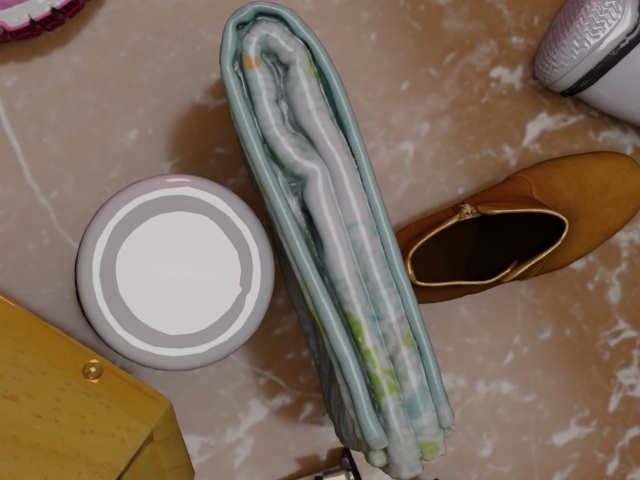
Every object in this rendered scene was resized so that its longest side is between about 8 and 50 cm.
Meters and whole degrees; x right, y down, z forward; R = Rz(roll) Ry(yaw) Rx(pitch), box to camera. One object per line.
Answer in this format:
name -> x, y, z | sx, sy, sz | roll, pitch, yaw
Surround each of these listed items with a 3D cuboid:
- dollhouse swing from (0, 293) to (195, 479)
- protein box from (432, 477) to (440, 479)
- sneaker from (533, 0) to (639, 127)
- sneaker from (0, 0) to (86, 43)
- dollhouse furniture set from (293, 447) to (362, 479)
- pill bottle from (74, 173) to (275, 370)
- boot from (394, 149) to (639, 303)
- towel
dollhouse swing -> -0.293, 0.266, 1.134 | 0.315, 0.305, 0.347 | 31, 58, 6
protein box -> 0.110, 0.363, 1.325 | 0.201, 0.136, 0.200 | -41, 110, -9
sneaker -> 0.381, -0.245, 1.429 | 0.210, 0.137, 0.366 | 37, 86, -7
sneaker -> -0.295, -0.225, 1.328 | 0.252, 0.103, 0.111 | -28, 94, -10
dollhouse furniture set -> 0.007, 0.263, 1.371 | 0.081, 0.091, 0.114 | -22, 94, 5
pill bottle -> -0.130, 0.028, 1.261 | 0.153, 0.265, 0.153 | 0, 88, -10
boot -> 0.193, -0.011, 1.343 | 0.295, 0.211, 0.104 | -21, 91, -10
towel -> 0.000, 0.000, 1.256 | 0.090, 0.320, 0.374 | -18, 91, -5
